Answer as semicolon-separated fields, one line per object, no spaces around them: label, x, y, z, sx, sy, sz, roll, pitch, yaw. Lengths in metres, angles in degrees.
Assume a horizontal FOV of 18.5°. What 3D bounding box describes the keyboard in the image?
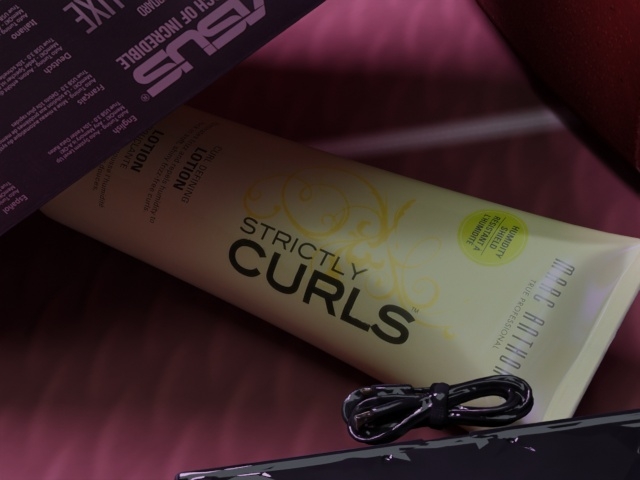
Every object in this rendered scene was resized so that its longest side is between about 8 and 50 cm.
keyboard;0.045;0.088;0.630;0.180;0.023;0.108;-7;49;-3

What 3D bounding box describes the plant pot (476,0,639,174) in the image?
plant pot;0.188;-0.177;0.791;0.267;0.267;0.236;-8;49;-3

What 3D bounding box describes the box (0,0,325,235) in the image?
box;-0.093;-0.123;0.753;0.307;0.076;0.242;-34;30;21

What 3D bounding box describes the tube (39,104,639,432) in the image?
tube;0.000;0.000;0.725;0.240;0.070;0.062;23;24;28
